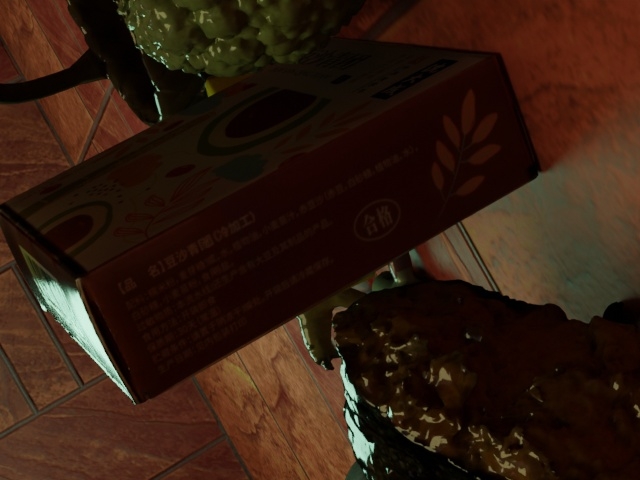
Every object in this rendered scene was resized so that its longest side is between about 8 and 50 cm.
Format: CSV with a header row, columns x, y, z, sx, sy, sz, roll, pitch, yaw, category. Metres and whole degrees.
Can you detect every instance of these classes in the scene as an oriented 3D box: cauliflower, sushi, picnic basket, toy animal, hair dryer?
x,y,z,sx,sy,sz,roll,pitch,yaw,category
-0.093,-0.272,1.074,0.281,0.260,0.327,50,140,18,cauliflower
0.181,0.141,1.025,0.348,0.234,0.208,24,144,25,sushi
-0.294,-0.273,1.559,0.337,0.337,0.293,55,163,17,picnic basket
-0.016,0.052,1.646,0.219,0.101,0.103,60,160,-5,toy animal
0.083,0.016,1.435,0.106,0.054,0.154,-142,36,-63,hair dryer

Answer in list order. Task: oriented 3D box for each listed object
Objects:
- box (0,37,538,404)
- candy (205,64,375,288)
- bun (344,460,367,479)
x,y,z,sx,sy,sz,roll,pitch,yaw,category
-0.066,-0.041,1.149,0.344,0.385,0.122,24,140,64,box
-0.038,-0.073,1.481,0.276,0.088,0.146,56,165,43,candy
0.177,0.369,1.441,0.362,0.211,0.362,51,164,21,bun
